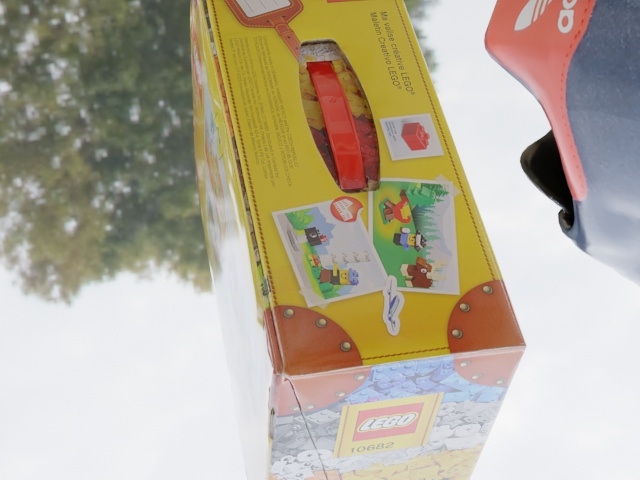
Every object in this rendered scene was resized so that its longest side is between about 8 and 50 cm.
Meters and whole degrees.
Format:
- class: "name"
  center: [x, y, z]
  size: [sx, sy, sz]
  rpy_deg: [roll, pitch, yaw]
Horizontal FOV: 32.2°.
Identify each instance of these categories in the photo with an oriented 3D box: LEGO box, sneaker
- class: "LEGO box"
  center: [0.000, 0.000, 1.082]
  size: [0.193, 0.372, 0.500]
  rpy_deg: [-6, -126, -10]
- class: "sneaker"
  center: [0.176, -0.010, 0.475]
  size: [0.148, 0.350, 0.131]
  rpy_deg: [26, -105, 39]
